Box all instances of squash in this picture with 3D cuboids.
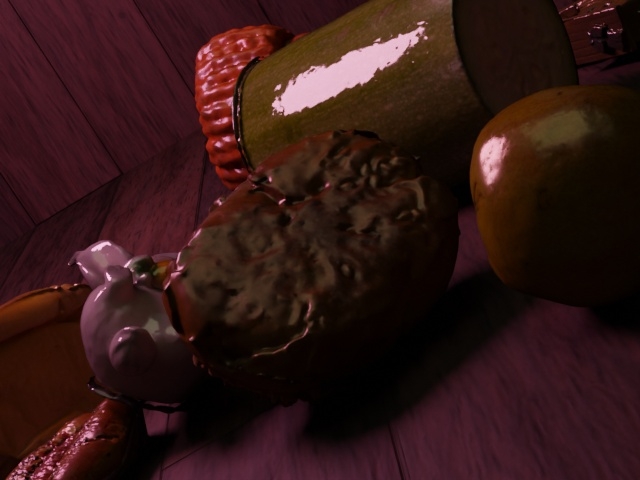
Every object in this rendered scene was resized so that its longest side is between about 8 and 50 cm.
[{"bbox_3d":[0.098,-0.172,1.732,0.384,0.263,0.263,-20,19,40],"label":"squash"}]

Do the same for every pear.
[{"bbox_3d":[0.229,-0.038,1.173,0.200,0.200,0.200,-30,15,9],"label":"pear"}]

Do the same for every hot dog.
[{"bbox_3d":[-0.266,0.249,1.450,0.144,0.075,0.268,-27,13,29],"label":"hot dog"}]

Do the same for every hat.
[{"bbox_3d":[0.025,-0.205,2.051,0.400,0.285,0.285,-14,20,21],"label":"hat"}]

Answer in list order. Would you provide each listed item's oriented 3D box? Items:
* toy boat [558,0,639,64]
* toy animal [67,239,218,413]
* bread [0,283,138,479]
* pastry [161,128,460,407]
[{"bbox_3d":[0.388,-0.286,1.841,0.121,0.089,0.321,-38,17,-35],"label":"toy boat"},{"bbox_3d":[-0.188,0.088,1.576,0.325,0.209,0.154,33,104,65],"label":"toy animal"},{"bbox_3d":[-0.356,0.179,1.671,0.288,0.204,0.156,-42,0,-43],"label":"bread"},{"bbox_3d":[-0.007,0.033,1.386,0.311,0.162,0.255,-41,56,-21],"label":"pastry"}]
